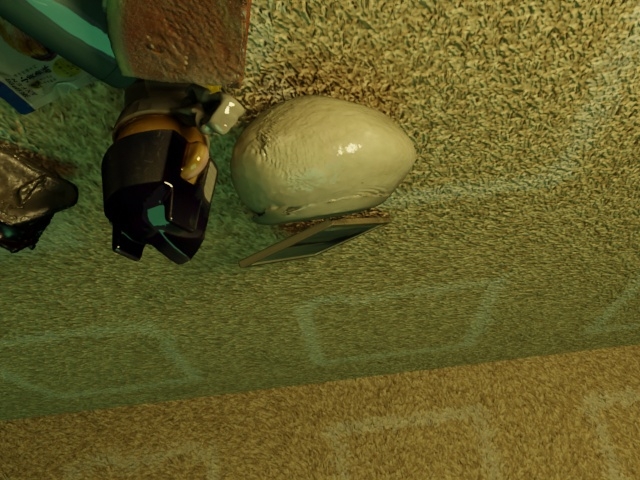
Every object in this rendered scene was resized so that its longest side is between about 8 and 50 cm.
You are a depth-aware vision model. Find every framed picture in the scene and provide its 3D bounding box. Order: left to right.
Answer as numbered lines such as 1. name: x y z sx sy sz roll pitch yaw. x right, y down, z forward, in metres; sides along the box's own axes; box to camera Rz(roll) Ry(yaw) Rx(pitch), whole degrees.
1. framed picture: 0.000 0.000 1.090 0.213 0.016 0.289 -24 171 27

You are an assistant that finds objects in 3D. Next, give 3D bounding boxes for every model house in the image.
1. model house: -0.539 -0.074 0.909 0.203 0.141 0.164 37 154 -24

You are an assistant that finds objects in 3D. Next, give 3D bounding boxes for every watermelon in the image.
1. watermelon: -0.144 -0.245 0.552 0.146 0.128 0.231 5 144 -7

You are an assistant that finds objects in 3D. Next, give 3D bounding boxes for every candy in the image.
1. candy: 0.001 -0.125 0.827 0.296 0.185 0.295 -14 176 -1

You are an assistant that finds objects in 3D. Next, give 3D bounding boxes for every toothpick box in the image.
1. toothpick box: -0.279 -0.267 0.609 0.120 0.120 0.184 -30 139 34

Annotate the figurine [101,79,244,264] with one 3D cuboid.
1. figurine: -0.214 -0.111 0.730 0.143 0.308 0.308 13 144 -22

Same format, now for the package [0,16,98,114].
1. package: -0.392 -0.247 0.707 0.173 0.027 0.171 -19 147 16
